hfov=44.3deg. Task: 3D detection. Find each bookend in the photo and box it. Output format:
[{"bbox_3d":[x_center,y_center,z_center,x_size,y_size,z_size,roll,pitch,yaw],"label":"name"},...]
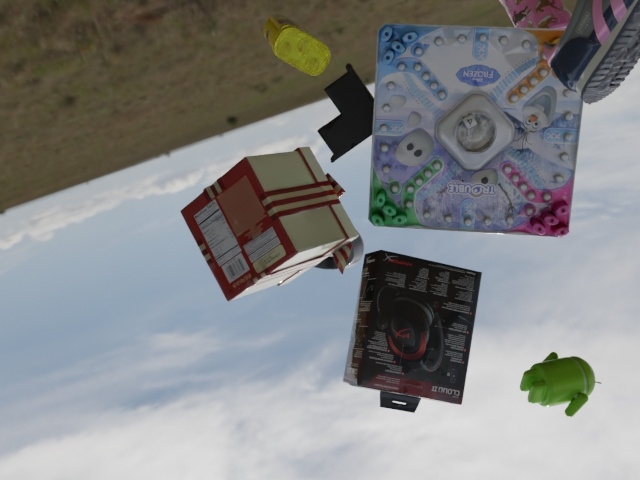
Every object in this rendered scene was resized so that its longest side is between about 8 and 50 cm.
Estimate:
[{"bbox_3d":[0.047,-0.281,1.740,0.157,0.156,0.072,-35,-173,11],"label":"bookend"}]

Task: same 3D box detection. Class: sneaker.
[{"bbox_3d":[0.416,-0.352,1.075,0.112,0.131,0.319,-3,135,-41],"label":"sneaker"}]

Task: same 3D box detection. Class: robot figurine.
[{"bbox_3d":[0.359,0.211,1.178,0.115,0.067,0.101,-9,-143,-14],"label":"robot figurine"}]

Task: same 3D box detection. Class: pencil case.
[{"bbox_3d":[0.558,-0.618,2.061,0.160,0.386,0.167,-13,145,-6],"label":"pencil case"}]

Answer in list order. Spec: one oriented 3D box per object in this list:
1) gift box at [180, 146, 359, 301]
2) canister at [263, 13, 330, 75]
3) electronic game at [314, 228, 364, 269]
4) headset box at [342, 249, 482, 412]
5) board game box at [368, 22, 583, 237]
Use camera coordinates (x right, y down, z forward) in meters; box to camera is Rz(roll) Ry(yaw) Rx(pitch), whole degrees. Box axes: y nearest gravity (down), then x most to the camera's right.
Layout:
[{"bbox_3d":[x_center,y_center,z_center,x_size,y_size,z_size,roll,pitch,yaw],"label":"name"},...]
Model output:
[{"bbox_3d":[-0.094,-0.017,1.639,0.255,0.276,0.258,-29,174,34],"label":"gift box"},{"bbox_3d":[-0.056,-0.433,1.725,0.073,0.126,0.170,-58,-155,17],"label":"canister"},{"bbox_3d":[0.000,0.000,2.005,0.229,0.229,0.048,-11,-135,35],"label":"electronic game"},{"bbox_3d":[0.176,0.185,1.534,0.218,0.293,0.110,12,171,-13],"label":"headset box"},{"bbox_3d":[0.292,-0.203,1.481,0.389,0.390,0.050,3,-167,6],"label":"board game box"}]
